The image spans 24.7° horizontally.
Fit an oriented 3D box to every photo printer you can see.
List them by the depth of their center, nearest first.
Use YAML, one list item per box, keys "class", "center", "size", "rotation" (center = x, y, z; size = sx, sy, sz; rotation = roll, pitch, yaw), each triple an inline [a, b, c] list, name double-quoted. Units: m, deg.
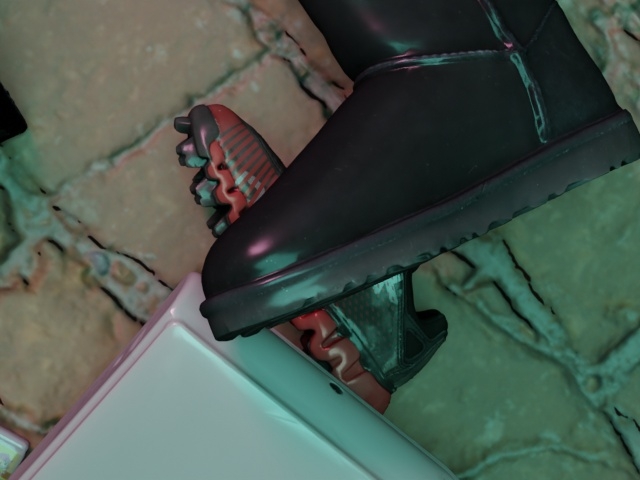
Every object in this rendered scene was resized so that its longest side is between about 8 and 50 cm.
- class: "photo printer"
  center: [-0.052, 0.206, 1.068]
  size: [0.307, 0.107, 0.256]
  rotation: [40, 112, -9]

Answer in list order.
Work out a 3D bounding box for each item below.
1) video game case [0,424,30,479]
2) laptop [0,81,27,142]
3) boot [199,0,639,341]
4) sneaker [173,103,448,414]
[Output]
- class: "video game case"
  center: [-0.362, 0.188, 1.116]
  size: [0.212, 0.023, 0.193]
  rotation: [30, 89, -5]
- class: "laptop"
  center: [-0.368, -0.137, 1.024]
  size: [0.234, 0.264, 0.136]
  rotation: [-25, 67, -4]
- class: "boot"
  center: [-0.011, -0.192, 1.014]
  size: [0.367, 0.146, 0.445]
  rotation: [-24, 88, -32]
- class: "sneaker"
  center: [0.000, 0.000, 1.108]
  size: [0.135, 0.097, 0.276]
  rotation: [-34, 97, -3]
